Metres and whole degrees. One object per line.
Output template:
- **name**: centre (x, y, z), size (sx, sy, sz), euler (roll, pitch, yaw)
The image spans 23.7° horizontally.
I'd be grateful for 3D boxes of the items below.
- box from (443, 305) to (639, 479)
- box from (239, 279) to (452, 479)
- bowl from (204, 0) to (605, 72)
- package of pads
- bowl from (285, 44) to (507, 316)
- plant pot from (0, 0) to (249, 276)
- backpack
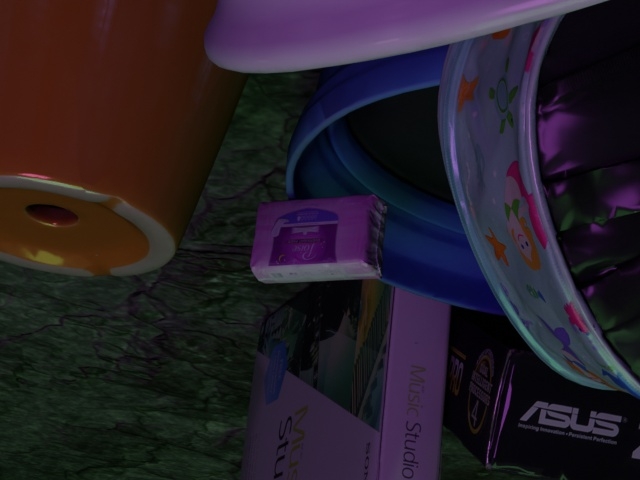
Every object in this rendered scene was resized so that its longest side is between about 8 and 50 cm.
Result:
- **box**: centre (0.285, 0.135, 1.178), size (0.394, 0.097, 0.318), euler (11, -178, -7)
- **box**: centre (0.013, 0.139, 1.254), size (0.058, 0.232, 0.322), euler (14, 157, -19)
- **bowl**: centre (0.080, -0.169, 0.515), size (0.297, 0.298, 0.134), euler (-9, 110, 35)
- **package of pads**: centre (0.000, 0.000, 0.949), size (0.083, 0.050, 0.032), euler (-4, 156, 24)
- **bowl**: centre (0.174, -0.045, 0.954), size (0.391, 0.077, 0.391), euler (6, 158, 3)
- **plant pot**: centre (-0.121, -0.090, 0.785), size (0.205, 0.188, 0.205), euler (6, 158, 2)
- **backpack**: centre (0.179, -0.050, 0.658), size (0.253, 0.225, 0.191), euler (-30, -165, -17)
